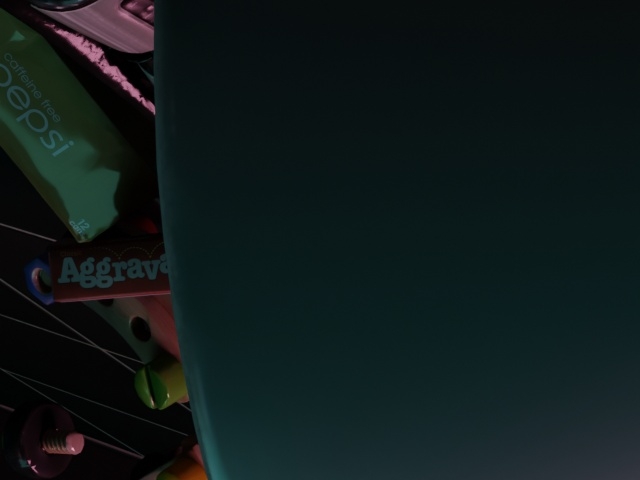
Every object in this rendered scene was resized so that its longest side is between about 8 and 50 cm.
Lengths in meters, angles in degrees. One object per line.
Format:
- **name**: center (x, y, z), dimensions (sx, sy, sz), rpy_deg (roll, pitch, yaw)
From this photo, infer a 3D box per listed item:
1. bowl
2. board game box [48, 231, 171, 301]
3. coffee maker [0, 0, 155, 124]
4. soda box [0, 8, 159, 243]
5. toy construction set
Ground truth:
- **bowl**: center (0.090, -0.024, 0.509), dimensions (0.163, 0.312, 0.311), rpy_deg (-5, 157, 19)
- **board game box**: center (0.000, 0.000, 0.896), dimensions (0.145, 0.027, 0.281), rpy_deg (-4, -178, 20)
- **coffee maker**: center (-0.071, -0.106, 0.738), dimensions (0.171, 0.120, 0.178), rpy_deg (14, 164, 36)
- **soda box**: center (-0.133, -0.091, 0.841), dimensions (0.058, 0.061, 0.181), rpy_deg (-31, 105, 30)
- **toy construction set**: center (-0.053, 0.105, 1.401), dimensions (0.237, 0.257, 0.309), rpy_deg (-3, 174, 37)
